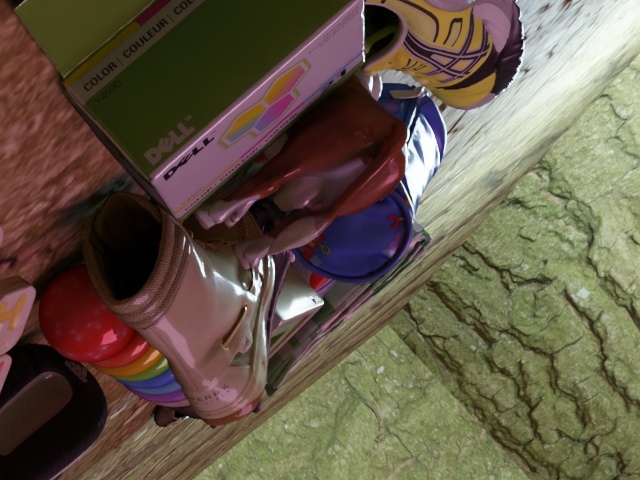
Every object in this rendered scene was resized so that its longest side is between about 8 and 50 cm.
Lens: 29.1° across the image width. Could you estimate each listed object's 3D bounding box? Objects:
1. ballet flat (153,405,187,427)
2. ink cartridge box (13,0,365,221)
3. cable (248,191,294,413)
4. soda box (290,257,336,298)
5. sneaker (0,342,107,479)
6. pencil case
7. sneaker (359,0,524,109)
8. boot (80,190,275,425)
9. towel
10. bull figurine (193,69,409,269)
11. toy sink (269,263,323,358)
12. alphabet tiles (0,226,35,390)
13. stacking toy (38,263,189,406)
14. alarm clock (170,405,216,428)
[{"bbox_3d":[-0.205,0.251,2.045,0.084,0.058,0.250,-31,165,-49],"label":"ballet flat"},{"bbox_3d":[-0.069,-0.128,0.787,0.189,0.097,0.255,-42,171,-6],"label":"ink cartridge box"},{"bbox_3d":[-0.044,0.054,1.293,0.072,0.287,0.139,-1,-167,-15],"label":"cable"},{"bbox_3d":[0.000,0.000,1.649,0.091,0.098,0.286,-33,167,-46],"label":"soda box"},{"bbox_3d":[-0.390,0.286,1.101,0.447,0.169,0.257,-35,166,-51],"label":"sneaker"},{"bbox_3d":[0.056,-0.070,1.246,0.133,0.119,0.306,-64,179,26],"label":"pencil case"},{"bbox_3d":[0.078,-0.200,1.027,0.147,0.145,0.384,-33,161,0],"label":"sneaker"},{"bbox_3d":[-0.127,0.011,1.112,0.095,0.262,0.203,-18,136,17],"label":"boot"},{"bbox_3d":[0.009,0.070,1.834,0.325,0.038,0.248,-45,-157,1],"label":"towel"},{"bbox_3d":[-0.016,-0.080,1.022,0.188,0.101,0.310,-35,-165,2],"label":"bull figurine"},{"bbox_3d":[-0.131,0.126,1.565,0.234,0.131,0.153,-45,170,18],"label":"toy sink"},{"bbox_3d":[-0.318,0.117,0.881,0.284,0.021,0.278,-25,146,-58],"label":"alphabet tiles"},{"bbox_3d":[-0.183,0.090,1.222,0.141,0.141,0.330,-43,167,1],"label":"stacking toy"},{"bbox_3d":[-0.147,0.134,1.445,0.129,0.192,0.064,-57,140,-3],"label":"alarm clock"}]
